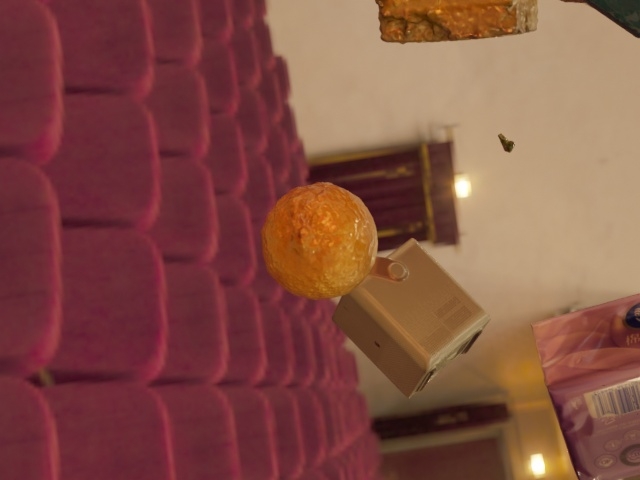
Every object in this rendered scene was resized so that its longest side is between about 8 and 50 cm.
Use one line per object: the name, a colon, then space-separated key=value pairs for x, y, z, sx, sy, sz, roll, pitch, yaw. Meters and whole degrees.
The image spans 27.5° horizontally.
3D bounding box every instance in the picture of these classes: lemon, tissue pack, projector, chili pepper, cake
lemon: x=0.000 y=0.000 z=1.575 sx=0.187 sy=0.142 sz=0.142 roll=-30 pitch=112 yaw=-73
tissue pack: x=0.494 y=0.190 z=1.852 sx=0.160 sy=0.338 sz=0.242 roll=-96 pitch=166 yaw=-50
projector: x=0.150 y=0.127 z=2.302 sx=0.242 sy=0.177 sz=0.163 roll=44 pitch=-32 yaw=15
chili pepper: x=0.311 y=-0.161 z=2.172 sx=0.083 sy=0.017 sz=0.030 roll=-105 pitch=-176 yaw=-81
cake: x=0.197 y=-0.440 z=1.937 sx=0.227 sy=0.222 sz=0.286 roll=-30 pitch=118 yaw=-70

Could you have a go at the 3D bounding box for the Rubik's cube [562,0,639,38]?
Rubik's cube: x=0.496 y=-0.437 z=1.777 sx=0.387 sy=0.358 sz=0.368 roll=-22 pitch=-119 yaw=49
